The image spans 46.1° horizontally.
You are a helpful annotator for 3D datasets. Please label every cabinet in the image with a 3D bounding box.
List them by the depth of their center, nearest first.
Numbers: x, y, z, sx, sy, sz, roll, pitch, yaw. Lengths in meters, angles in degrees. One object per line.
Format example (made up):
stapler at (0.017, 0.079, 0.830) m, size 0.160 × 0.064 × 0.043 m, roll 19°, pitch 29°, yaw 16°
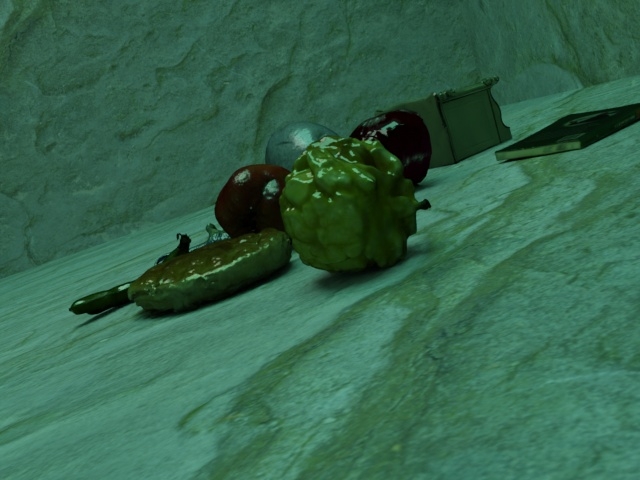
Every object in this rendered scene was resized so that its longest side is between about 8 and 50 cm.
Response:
cabinet at (0.403, -0.379, 2.447) m, size 0.318 × 0.227 × 0.290 m, roll -24°, pitch 10°, yaw -36°

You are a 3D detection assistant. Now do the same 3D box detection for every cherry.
cherry at (-0.023, -0.174, 1.952) m, size 0.218 × 0.296 × 0.255 m, roll -21°, pitch -19°, yaw -30°

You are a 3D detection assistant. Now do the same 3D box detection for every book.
book at (0.669, -0.285, 1.977) m, size 0.371 × 0.043 × 0.260 m, roll -26°, pitch 14°, yaw -35°

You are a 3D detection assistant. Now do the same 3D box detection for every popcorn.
popcorn at (0.053, -0.057, 1.228) m, size 0.225 × 0.249 × 0.249 m, roll 8°, pitch 21°, yaw 28°

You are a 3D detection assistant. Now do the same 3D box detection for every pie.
pie at (-0.215, 0.059, 1.485) m, size 0.340 × 0.083 × 0.339 m, roll -19°, pitch 11°, yaw 4°

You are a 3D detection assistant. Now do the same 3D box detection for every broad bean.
broad bean at (-0.395, 0.084, 1.623) m, size 0.292 × 0.049 × 0.144 m, roll -33°, pitch -21°, yaw -8°

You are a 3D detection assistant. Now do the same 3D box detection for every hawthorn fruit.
hawthorn fruit at (-0.116, -0.087, 1.729) m, size 0.208 × 0.207 × 0.243 m, roll -13°, pitch 16°, yaw 28°

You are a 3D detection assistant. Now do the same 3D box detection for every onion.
onion at (0.176, -0.233, 2.001) m, size 0.207 × 0.216 × 0.206 m, roll -13°, pitch 6°, yaw -10°

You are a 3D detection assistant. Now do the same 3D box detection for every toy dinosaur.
toy dinosaur at (-0.225, 0.002, 1.840) m, size 0.363 × 0.076 × 0.147 m, roll -12°, pitch 21°, yaw 1°
